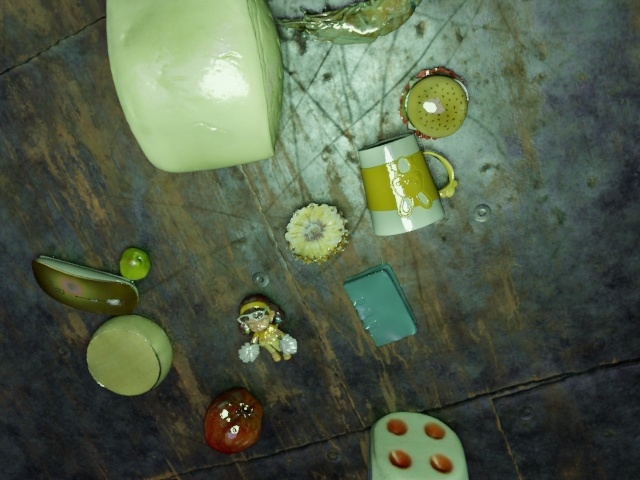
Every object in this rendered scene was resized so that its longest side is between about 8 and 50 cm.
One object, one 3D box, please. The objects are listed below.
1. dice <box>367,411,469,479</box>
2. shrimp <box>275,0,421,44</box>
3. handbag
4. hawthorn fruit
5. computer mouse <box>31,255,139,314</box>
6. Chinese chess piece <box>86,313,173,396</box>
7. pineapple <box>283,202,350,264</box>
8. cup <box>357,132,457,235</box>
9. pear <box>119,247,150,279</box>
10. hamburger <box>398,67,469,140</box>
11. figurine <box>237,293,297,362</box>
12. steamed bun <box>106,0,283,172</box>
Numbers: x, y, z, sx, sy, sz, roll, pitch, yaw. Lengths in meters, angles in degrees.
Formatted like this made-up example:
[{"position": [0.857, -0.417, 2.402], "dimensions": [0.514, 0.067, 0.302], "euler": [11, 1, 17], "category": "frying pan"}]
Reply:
[{"position": [0.271, 0.715, 1.554], "dimensions": [0.276, 0.304, 0.305], "euler": [6, 110, 3], "category": "dice"}, {"position": [0.062, -0.570, 1.221], "dimensions": [0.360, 0.085, 0.247], "euler": [-16, 99, 7], "category": "shrimp"}, {"position": [0.170, 0.184, 1.501], "dimensions": [0.144, 0.057, 0.221], "euler": [-23, 107, 17], "category": "handbag"}, {"position": [-0.268, 0.558, 1.616], "dimensions": [0.185, 0.185, 0.202], "euler": [29, 125, -6], "category": "hawthorn fruit"}, {"position": [-0.677, 0.135, 1.525], "dimensions": [0.310, 0.072, 0.158], "euler": [16, 134, -2], "category": "computer mouse"}, {"position": [-0.569, 0.344, 1.595], "dimensions": [0.249, 0.103, 0.250], "euler": [2, 111, 5], "category": "Chinese chess piece"}, {"position": [0.000, -0.004, 1.410], "dimensions": [0.176, 0.137, 0.162], "euler": [-35, 65, 3], "category": "pineapple"}, {"position": [0.217, -0.147, 1.318], "dimensions": [0.241, 0.185, 0.226], "euler": [-21, 103, -8], "category": "cup"}, {"position": [-0.519, 0.067, 1.494], "dimensions": [0.092, 0.097, 0.092], "euler": [1, 88, -20], "category": "pear"}, {"position": [0.273, -0.320, 1.259], "dimensions": [0.175, 0.137, 0.176], "euler": [1, 108, 2], "category": "hamburger"}, {"position": [-0.155, 0.262, 1.523], "dimensions": [0.174, 0.116, 0.240], "euler": [-16, 114, 13], "category": "figurine"}, {"position": [-0.272, -0.382, 1.200], "dimensions": [0.370, 0.290, 0.456], "euler": [-8, 110, 7], "category": "steamed bun"}]
